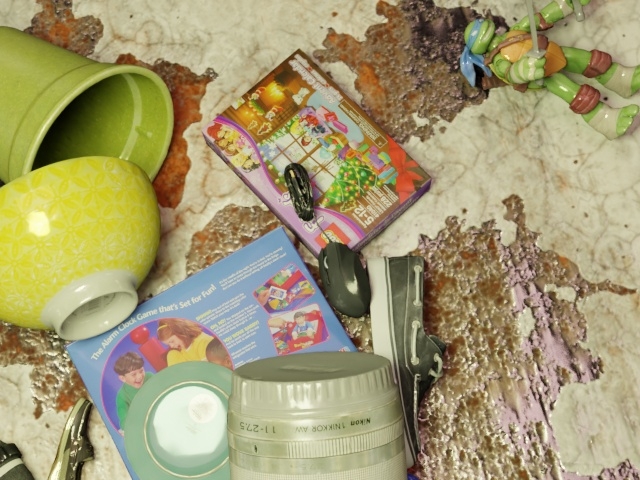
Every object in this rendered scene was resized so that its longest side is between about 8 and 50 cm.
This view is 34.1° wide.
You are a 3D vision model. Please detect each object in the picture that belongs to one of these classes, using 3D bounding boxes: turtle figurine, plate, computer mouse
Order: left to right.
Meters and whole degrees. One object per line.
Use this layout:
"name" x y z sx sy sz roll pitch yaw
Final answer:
"plate" -0.168 0.249 1.377 0.188 0.024 0.188 -1 73 3
"computer mouse" 0.000 0.000 1.449 0.041 0.071 0.242 -16 70 -34
"turtle figurine" 0.357 -0.283 1.502 0.266 0.198 0.274 29 117 -6

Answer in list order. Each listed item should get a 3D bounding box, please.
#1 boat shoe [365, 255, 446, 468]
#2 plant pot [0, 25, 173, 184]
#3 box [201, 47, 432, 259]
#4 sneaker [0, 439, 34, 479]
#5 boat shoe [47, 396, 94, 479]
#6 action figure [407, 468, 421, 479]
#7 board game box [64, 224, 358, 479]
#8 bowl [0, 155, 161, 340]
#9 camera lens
"boat shoe" 0.124 0.161 1.439 0.102 0.108 0.301 -5 64 2
"plant pot" -0.399 -0.176 1.504 0.254 0.276 0.276 32 76 24
"box" -0.007 -0.120 1.554 0.201 0.057 0.293 -42 75 -9
"sneaker" -0.501 0.350 1.421 0.217 0.079 0.121 -28 67 -12
"boat shoe" -0.336 0.294 1.440 0.049 0.056 0.152 15 83 2
"action figure" 0.112 0.325 1.422 0.115 0.030 0.038 28 80 13
"board game box" -0.144 0.166 1.457 0.347 0.078 0.233 -29 73 -7
"bowl" -0.327 0.039 1.390 0.289 0.289 0.156 -28 68 -7
"camera lens" -0.002 0.290 1.294 0.219 0.219 0.274 -4 94 1
